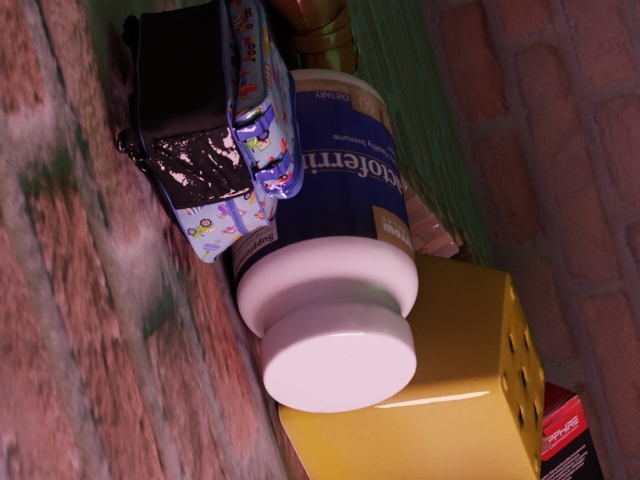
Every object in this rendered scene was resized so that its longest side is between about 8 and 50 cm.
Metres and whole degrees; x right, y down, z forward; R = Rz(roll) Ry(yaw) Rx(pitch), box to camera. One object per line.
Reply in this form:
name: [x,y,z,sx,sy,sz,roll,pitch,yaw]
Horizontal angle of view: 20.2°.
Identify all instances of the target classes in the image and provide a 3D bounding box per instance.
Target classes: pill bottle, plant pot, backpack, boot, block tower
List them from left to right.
backpack: [-0.072,-0.075,1.340,0.173,0.116,0.158,68,13,-46]
pill bottle: [0.000,0.000,1.506,0.153,0.153,0.265,60,18,-55]
boot: [0.004,-0.300,2.082,0.283,0.109,0.220,-63,135,-72]
plant pot: [0.096,0.135,1.630,0.212,0.187,0.212,-79,153,-46]
block tower: [0.131,0.018,2.128,0.335,0.091,0.097,50,17,-33]

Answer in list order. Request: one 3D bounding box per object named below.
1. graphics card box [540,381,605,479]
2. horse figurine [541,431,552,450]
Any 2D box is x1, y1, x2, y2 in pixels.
graphics card box: [0.219,0.362,1.934,0.094,0.232,0.371,18,-44,54]
horse figurine: [0.148,0.291,1.736,0.066,0.174,0.263,34,-50,36]
